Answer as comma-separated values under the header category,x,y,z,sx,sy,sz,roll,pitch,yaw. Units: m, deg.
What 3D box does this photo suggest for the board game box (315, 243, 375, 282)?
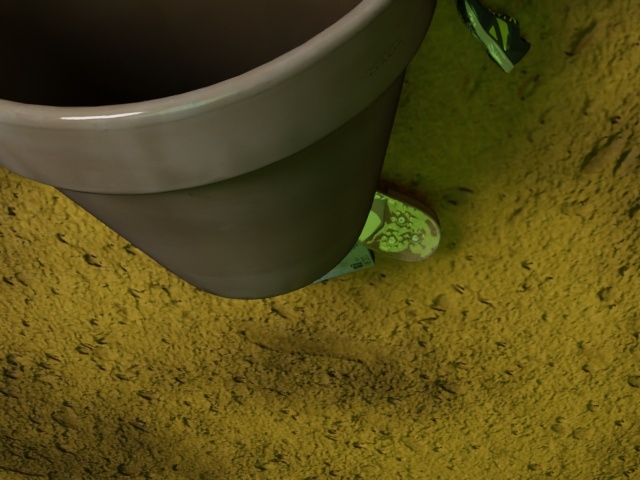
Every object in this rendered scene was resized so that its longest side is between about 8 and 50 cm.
category,x,y,z,sx,sy,sz,roll,pitch,yaw
board game box,0.000,0.000,0.764,0.090,0.020,0.090,-17,125,14

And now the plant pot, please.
category,x,y,z,sx,sy,sz,roll,pitch,yaw
plant pot,-0.069,-0.107,0.530,0.323,0.323,0.280,-7,144,7

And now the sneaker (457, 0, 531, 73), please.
category,x,y,z,sx,sy,sz,roll,pitch,yaw
sneaker,0.146,-0.181,0.616,0.035,0.031,0.083,-39,123,12

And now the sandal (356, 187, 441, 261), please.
category,x,y,z,sx,sy,sz,roll,pitch,yaw
sandal,-0.002,-0.025,0.686,0.240,0.079,0.088,16,116,-1
